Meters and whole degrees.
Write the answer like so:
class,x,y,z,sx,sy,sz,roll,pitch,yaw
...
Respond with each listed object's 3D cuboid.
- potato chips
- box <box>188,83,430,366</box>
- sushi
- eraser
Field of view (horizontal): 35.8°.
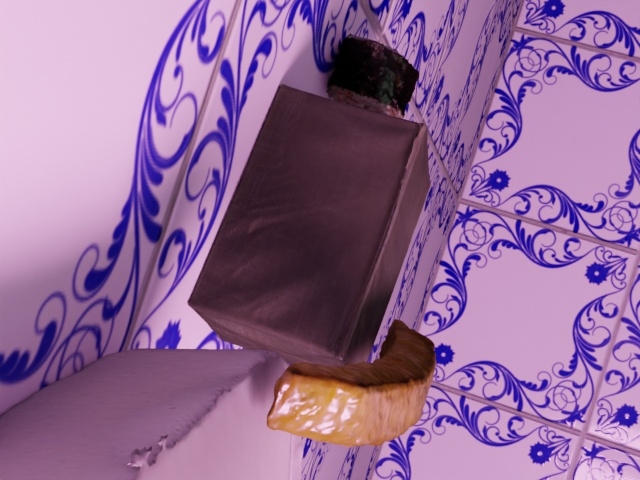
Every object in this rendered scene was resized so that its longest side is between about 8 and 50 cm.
class,x,y,z,sx,sy,sz,roll,pitch,yaw
potato chips,0.047,0.117,0.805,0.057,0.080,0.407,-64,167,7
box,0.000,0.000,0.946,0.155,0.149,0.231,67,42,-71
sushi,0.059,-0.175,1.104,0.150,0.090,0.078,13,98,-79
eraser,-0.115,0.246,0.611,0.331,0.150,0.331,-4,90,-73
